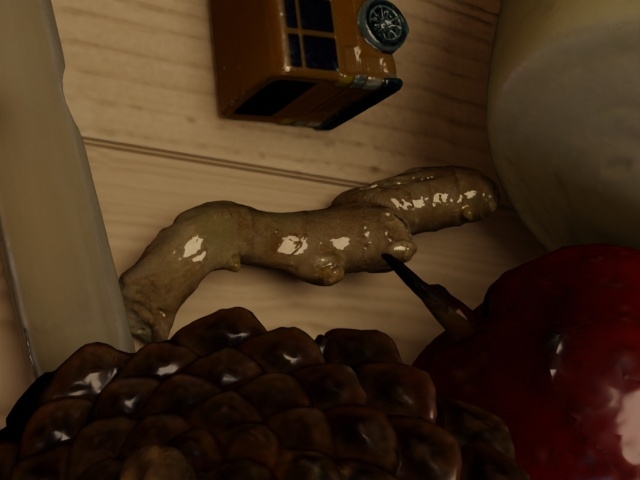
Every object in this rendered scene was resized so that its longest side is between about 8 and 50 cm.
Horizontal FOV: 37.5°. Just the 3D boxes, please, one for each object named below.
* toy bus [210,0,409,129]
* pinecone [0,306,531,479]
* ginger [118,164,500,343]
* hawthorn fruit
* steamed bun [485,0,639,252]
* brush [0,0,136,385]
[{"bbox_3d":[-0.020,-0.185,0.636,0.114,0.098,0.201,0,78,-31],"label":"toy bus"},{"bbox_3d":[-0.024,0.192,0.432,0.242,0.298,0.296,-58,143,-69],"label":"pinecone"},{"bbox_3d":[0.000,0.000,0.611,0.288,0.075,0.089,-17,45,-31],"label":"ginger"},{"bbox_3d":[0.153,0.106,0.584,0.300,0.254,0.254,44,58,5],"label":"hawthorn fruit"},{"bbox_3d":[0.305,-0.113,0.695,0.456,0.290,0.371,34,63,-30],"label":"steamed bun"},{"bbox_3d":[-0.171,-0.060,0.545,0.060,0.050,0.321,-8,73,-30],"label":"brush"}]
